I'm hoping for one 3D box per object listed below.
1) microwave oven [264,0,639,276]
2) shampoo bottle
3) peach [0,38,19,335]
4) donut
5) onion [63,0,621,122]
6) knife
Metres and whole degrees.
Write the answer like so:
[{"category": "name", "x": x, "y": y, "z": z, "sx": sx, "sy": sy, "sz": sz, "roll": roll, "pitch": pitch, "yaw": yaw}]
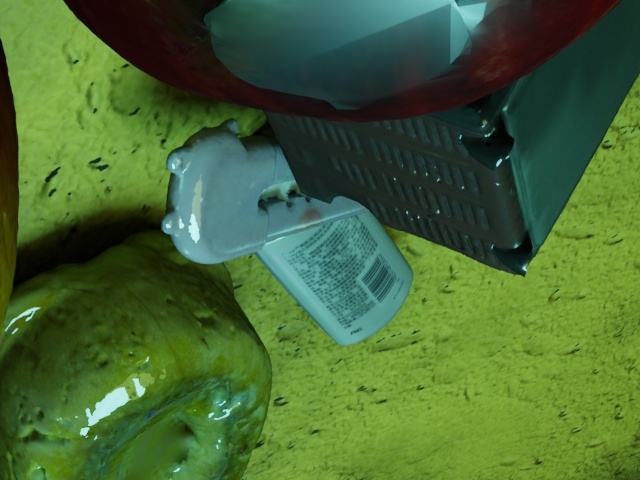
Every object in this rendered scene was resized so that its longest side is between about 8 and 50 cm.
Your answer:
[{"category": "microwave oven", "x": 0.091, "y": -0.137, "z": 0.975, "sx": 0.247, "sy": 0.178, "sz": 0.188, "roll": -58, "pitch": 154, "yaw": -22}, {"category": "shampoo bottle", "x": 0.000, "y": 0.000, "z": 1.215, "sx": 0.086, "sy": 0.056, "sz": 0.227, "roll": -47, "pitch": 148, "yaw": -5}, {"category": "peach", "x": -0.317, "y": 0.017, "z": 0.649, "sx": 0.405, "sy": 0.335, "sz": 0.310, "roll": -11, "pitch": 127, "yaw": -42}, {"category": "donut", "x": -0.134, "y": 0.114, "z": 1.147, "sx": 0.208, "sy": 0.128, "sz": 0.261, "roll": -25, "pitch": 145, "yaw": -25}, {"category": "onion", "x": 0.018, "y": -0.203, "z": 0.735, "sx": 0.341, "sy": 0.341, "sz": 0.341, "roll": -27, "pitch": 144, "yaw": -21}, {"category": "knife", "x": 0.034, "y": -0.048, "z": 1.133, "sx": 0.398, "sy": 0.038, "sz": 0.132, "roll": -15, "pitch": 116, "yaw": -49}]
